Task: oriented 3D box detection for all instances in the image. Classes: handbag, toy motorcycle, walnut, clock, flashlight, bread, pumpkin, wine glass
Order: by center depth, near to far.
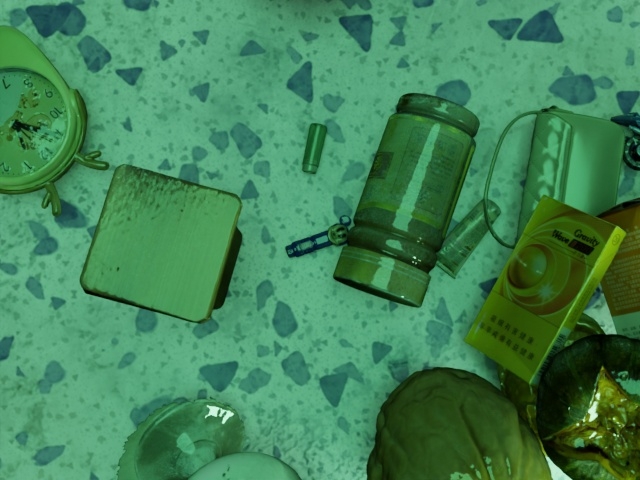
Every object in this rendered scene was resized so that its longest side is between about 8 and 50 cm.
[{"bbox_3d":[0.428,0.248,1.334,0.238,0.159,0.238,4,108,11],"label":"pumpkin"},{"bbox_3d":[-0.140,0.398,1.354,0.238,0.323,0.238,-13,118,-25],"label":"wine glass"},{"bbox_3d":[0.204,0.341,1.383,0.252,0.313,0.277,-39,108,0],"label":"walnut"},{"bbox_3d":[0.394,0.235,1.480,0.198,0.120,0.236,-25,83,3],"label":"bread"},{"bbox_3d":[0.380,-0.095,1.527,0.219,0.079,0.256,10,85,-5],"label":"handbag"},{"bbox_3d":[-0.499,-0.184,1.536,0.308,0.096,0.235,45,85,4],"label":"clock"},{"bbox_3d":[0.000,0.000,1.546,0.121,0.035,0.057,-19,85,-2],"label":"flashlight"},{"bbox_3d":[0.600,-0.184,1.548,0.205,0.076,0.114,-12,76,1],"label":"toy motorcycle"}]

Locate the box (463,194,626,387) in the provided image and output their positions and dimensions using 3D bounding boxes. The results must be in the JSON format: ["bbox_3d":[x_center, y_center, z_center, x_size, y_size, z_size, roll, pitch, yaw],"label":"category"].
[{"bbox_3d":[0.343,0.075,1.427,0.152,0.043,0.269,34,96,47],"label":"box"}]

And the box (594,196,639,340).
[{"bbox_3d":[0.574,0.088,1.439,0.225,0.143,0.341,-13,85,-35],"label":"box"}]

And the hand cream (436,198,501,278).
[{"bbox_3d":[0.248,-0.007,1.551,0.061,0.039,0.143,40,94,-6],"label":"hand cream"}]

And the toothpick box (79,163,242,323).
[{"bbox_3d":[-0.218,0.019,1.409,0.188,0.308,0.190,14,84,2],"label":"toothpick box"}]

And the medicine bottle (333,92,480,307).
[{"bbox_3d":[0.143,-0.065,1.494,0.151,0.151,0.322,20,84,2],"label":"medicine bottle"}]

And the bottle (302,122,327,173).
[{"bbox_3d":[-0.011,-0.156,1.564,0.030,0.030,0.083,12,85,1],"label":"bottle"}]
